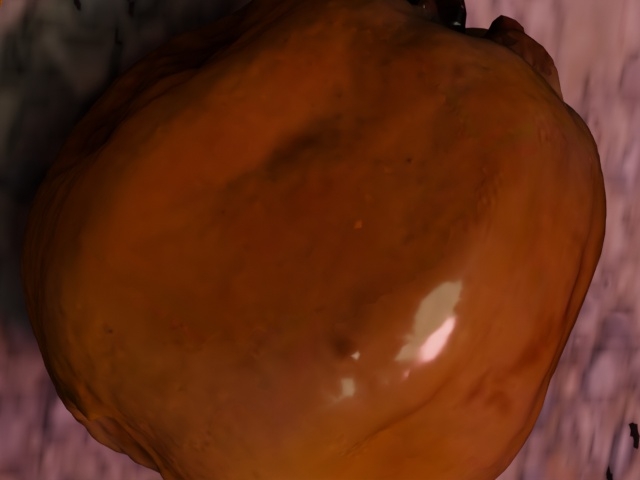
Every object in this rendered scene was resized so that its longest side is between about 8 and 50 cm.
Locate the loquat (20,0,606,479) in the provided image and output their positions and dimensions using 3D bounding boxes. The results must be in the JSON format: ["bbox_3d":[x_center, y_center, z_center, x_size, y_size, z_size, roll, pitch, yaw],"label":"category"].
[{"bbox_3d":[0.000,0.000,0.452,0.137,0.137,0.113,-53,136,-5],"label":"loquat"}]

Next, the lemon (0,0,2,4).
[{"bbox_3d":[-0.109,-0.069,0.377,0.109,0.109,0.133,8,109,-31],"label":"lemon"}]
